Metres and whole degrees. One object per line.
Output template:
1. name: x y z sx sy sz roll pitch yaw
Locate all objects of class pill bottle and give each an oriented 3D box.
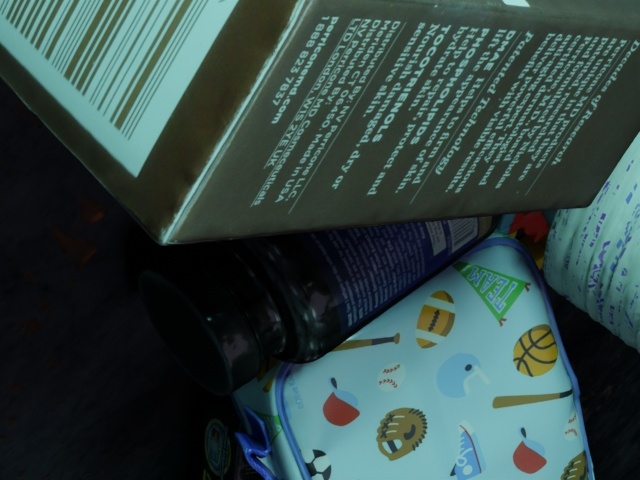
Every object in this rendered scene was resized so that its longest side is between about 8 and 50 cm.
1. pill bottle: 0.000 0.000 1.087 0.219 0.123 0.123 -34 153 -24

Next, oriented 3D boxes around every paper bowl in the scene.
1. paper bowl: 0.253 -0.073 1.178 0.284 0.148 0.284 -41 154 -25

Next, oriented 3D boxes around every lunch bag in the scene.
1. lunch bag: 0.061 0.133 1.233 0.243 0.115 0.303 -29 119 -16

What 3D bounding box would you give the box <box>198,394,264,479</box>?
1. box: 0.033 0.217 1.346 0.270 0.060 0.216 -3 108 -29

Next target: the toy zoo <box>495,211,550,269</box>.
1. toy zoo: 0.143 -0.019 1.393 0.192 0.030 0.293 -30 151 -31

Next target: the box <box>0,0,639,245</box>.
1. box: 0.017 -0.113 0.861 0.381 0.191 0.143 -5 133 -56
